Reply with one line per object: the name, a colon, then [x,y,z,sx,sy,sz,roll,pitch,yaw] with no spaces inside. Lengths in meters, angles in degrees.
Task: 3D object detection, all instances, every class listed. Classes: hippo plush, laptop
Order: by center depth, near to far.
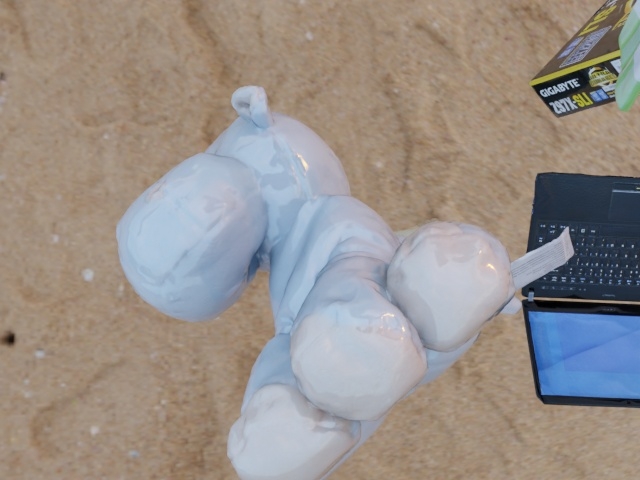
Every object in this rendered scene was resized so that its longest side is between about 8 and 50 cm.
hippo plush: [0.000,0.000,0.745,0.294,0.234,0.236,-37,77,-26]
laptop: [0.384,0.061,1.392,0.234,0.136,0.264,3,106,-6]

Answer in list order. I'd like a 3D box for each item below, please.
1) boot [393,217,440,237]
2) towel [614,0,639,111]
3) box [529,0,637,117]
boot: [0.142,0.060,1.884,0.203,0.262,0.095,-13,122,0]
towel: [0.257,-0.184,0.826,0.023,0.113,0.152,22,133,0]
box: [0.479,-0.318,1.569,0.322,0.257,0.079,-46,102,-20]
